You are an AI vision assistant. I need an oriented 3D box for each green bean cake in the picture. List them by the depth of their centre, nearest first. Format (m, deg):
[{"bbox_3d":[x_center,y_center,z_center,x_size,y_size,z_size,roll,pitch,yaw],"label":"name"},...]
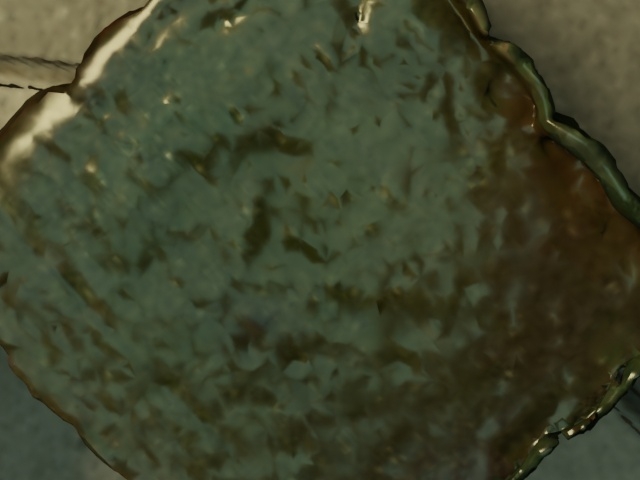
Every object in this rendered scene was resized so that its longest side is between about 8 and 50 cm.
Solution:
[{"bbox_3d":[0.000,0.000,0.497,0.173,0.094,0.181,-43,96,6],"label":"green bean cake"}]
